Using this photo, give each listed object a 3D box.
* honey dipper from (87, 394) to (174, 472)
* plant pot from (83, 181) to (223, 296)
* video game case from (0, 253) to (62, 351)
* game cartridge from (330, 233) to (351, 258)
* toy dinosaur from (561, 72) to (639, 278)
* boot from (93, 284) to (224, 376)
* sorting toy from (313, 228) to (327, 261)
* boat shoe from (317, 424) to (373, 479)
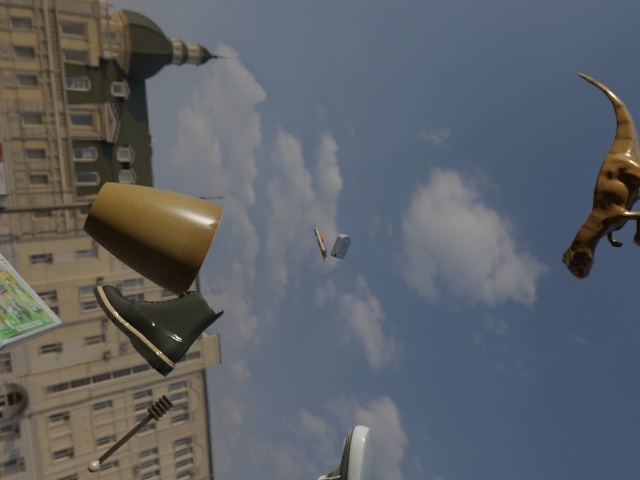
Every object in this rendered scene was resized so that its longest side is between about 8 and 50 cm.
[{"bbox_3d":[-0.324,0.333,0.847,0.030,0.160,0.030,33,-33,25],"label":"honey dipper"},{"bbox_3d":[-0.386,-0.026,1.123,0.237,0.254,0.237,-52,-157,32],"label":"plant pot"},{"bbox_3d":[-0.405,0.042,0.584,0.193,0.023,0.212,51,-12,-6],"label":"video game case"},{"bbox_3d":[0.047,0.013,1.111,0.017,0.083,0.056,26,-88,18],"label":"game cartridge"},{"bbox_3d":[0.288,-0.065,0.464,0.064,0.112,0.212,68,39,-79],"label":"toy dinosaur"},{"bbox_3d":[-0.269,0.112,0.826,0.198,0.137,0.077,40,-19,17],"label":"boot"},{"bbox_3d":[0.000,0.000,1.120,0.062,0.012,0.083,80,-8,-63],"label":"sorting toy"},{"bbox_3d":[0.024,0.587,1.113,0.156,0.136,0.367,8,-84,19],"label":"boat shoe"}]
